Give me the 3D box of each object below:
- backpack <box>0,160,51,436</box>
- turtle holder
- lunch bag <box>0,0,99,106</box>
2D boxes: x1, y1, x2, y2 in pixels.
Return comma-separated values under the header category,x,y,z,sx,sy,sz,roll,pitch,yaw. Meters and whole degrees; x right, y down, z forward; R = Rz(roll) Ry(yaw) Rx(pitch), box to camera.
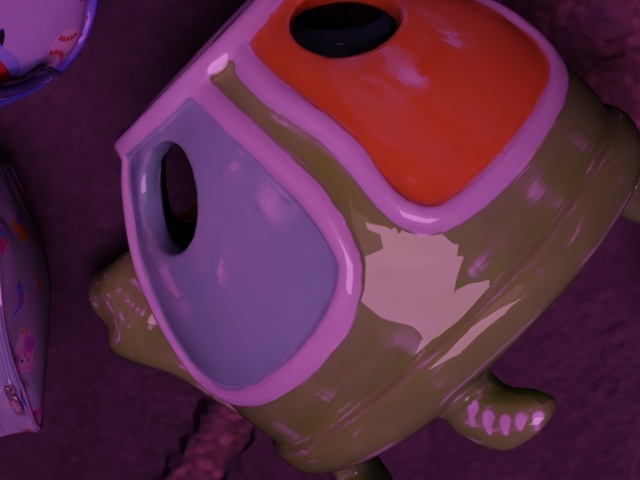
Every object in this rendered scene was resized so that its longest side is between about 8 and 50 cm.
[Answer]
category,x,y,z,sx,sy,sz,roll,pitch,yaw
backpack,-0.222,0.024,1.064,0.144,0.166,0.188,-16,123,8
turtle holder,0.014,-0.014,1.028,0.227,0.320,0.243,42,79,-8
lunch bag,-0.214,-0.171,0.902,0.115,0.243,0.303,30,131,35
